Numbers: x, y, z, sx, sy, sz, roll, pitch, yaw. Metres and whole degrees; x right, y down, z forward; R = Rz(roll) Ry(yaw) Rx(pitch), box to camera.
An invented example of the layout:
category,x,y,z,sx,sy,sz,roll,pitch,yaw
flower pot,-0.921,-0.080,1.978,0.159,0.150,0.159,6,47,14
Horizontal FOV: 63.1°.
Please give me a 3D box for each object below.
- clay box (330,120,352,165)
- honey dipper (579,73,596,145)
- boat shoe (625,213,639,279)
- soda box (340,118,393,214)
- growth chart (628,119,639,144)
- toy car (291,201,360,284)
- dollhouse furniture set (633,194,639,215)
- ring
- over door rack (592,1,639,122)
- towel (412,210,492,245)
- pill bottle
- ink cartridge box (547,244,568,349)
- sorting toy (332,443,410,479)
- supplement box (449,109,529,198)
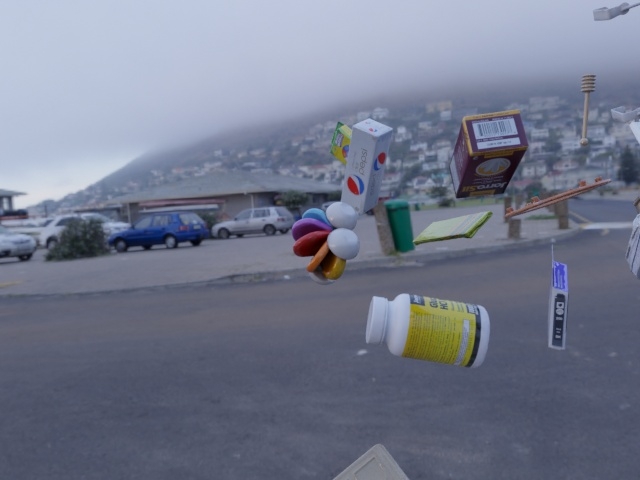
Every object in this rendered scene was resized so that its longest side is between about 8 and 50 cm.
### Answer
category,x,y,z,sx,sy,sz,roll,pitch,yaw
clay box,0.122,-0.347,2.016,0.053,0.222,0.128,-38,-19,-35
honey dipper,0.619,-0.302,1.211,0.030,0.161,0.030,0,6,0
boat shoe,0.755,-0.025,1.192,0.095,0.258,0.084,-6,39,-5
soda box,0.109,-0.177,1.262,0.073,0.216,0.069,31,42,27
growth chart,0.928,-0.294,1.336,0.237,0.172,0.021,-20,-38,8
toy car,0.000,0.000,1.171,0.136,0.182,0.159,16,-43,-19
dollhouse furniture set,0.947,-0.102,1.359,0.211,0.161,0.242,4,-33,2
ring,0.749,-0.139,1.669,0.336,0.032,0.336,-18,-7,-2
over door rack,0.730,-0.380,1.003,0.323,0.240,0.108,-14,22,21
towel,0.345,-0.030,1.380,0.102,0.021,0.237,-39,11,-22
pill bottle,0.309,0.259,1.539,0.333,0.188,0.188,9,4,1
ink cartridge box,0.602,0.136,1.318,0.045,0.209,0.206,2,17,23
sorting toy,0.153,0.686,1.262,0.229,0.041,0.307,-33,54,-14
supplement box,0.319,-0.160,1.008,0.103,0.081,0.188,-6,-22,3
